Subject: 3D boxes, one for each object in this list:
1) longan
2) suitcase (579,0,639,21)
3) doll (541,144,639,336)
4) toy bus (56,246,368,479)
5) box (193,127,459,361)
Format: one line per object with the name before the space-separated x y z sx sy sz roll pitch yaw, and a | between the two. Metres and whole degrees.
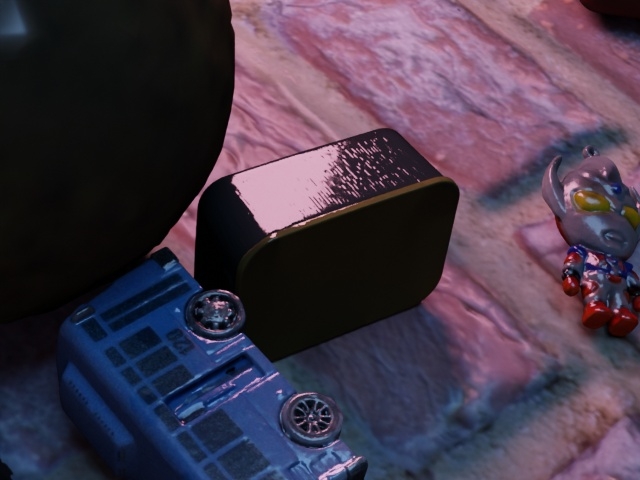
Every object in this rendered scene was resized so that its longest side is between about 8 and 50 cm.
longan | -0.256 -0.128 1.004 0.391 0.391 0.391 5 47 -5
suitcase | 0.347 -0.397 1.461 0.161 0.236 0.297 4 47 -6
doll | 0.243 -0.007 1.203 0.104 0.062 0.195 5 54 -4
toy bus | -0.087 0.129 0.980 0.133 0.116 0.234 -30 61 -28
box | 0.000 0.000 1.097 0.201 0.144 0.090 -20 51 -24
